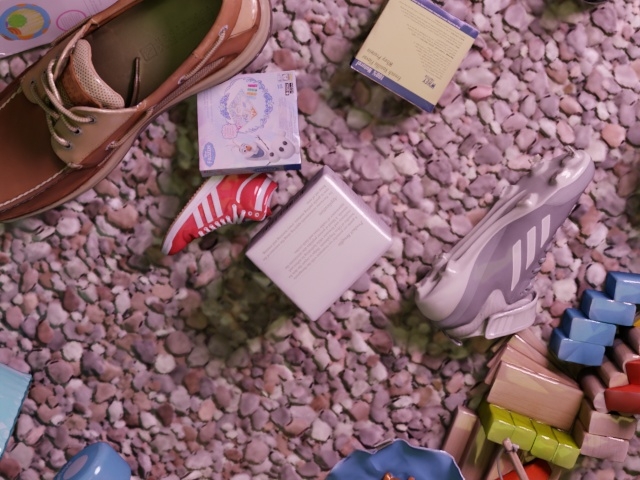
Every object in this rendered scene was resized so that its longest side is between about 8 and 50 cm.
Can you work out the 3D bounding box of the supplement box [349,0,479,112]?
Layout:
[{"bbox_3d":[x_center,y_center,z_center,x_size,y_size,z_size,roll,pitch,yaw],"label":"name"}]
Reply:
[{"bbox_3d":[0.081,-0.169,1.162,0.083,0.056,0.083,30,99,-5],"label":"supplement box"}]

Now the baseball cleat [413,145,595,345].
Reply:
[{"bbox_3d":[0.182,0.010,1.196,0.206,0.072,0.109,-41,111,12],"label":"baseball cleat"}]

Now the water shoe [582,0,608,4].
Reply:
[{"bbox_3d":[0.291,-0.286,1.127,0.073,0.080,0.203,34,99,-6],"label":"water shoe"}]

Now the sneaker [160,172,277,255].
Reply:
[{"bbox_3d":[-0.089,-0.020,1.197,0.067,0.042,0.118,38,96,-2],"label":"sneaker"}]

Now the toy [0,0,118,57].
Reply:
[{"bbox_3d":[-0.281,-0.224,1.139,0.237,0.137,0.056,-21,56,-2],"label":"toy"}]

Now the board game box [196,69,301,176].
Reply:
[{"bbox_3d":[-0.064,-0.104,1.175,0.090,0.020,0.090,-4,73,0],"label":"board game box"}]

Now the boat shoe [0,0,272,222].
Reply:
[{"bbox_3d":[-0.192,-0.135,1.127,0.324,0.120,0.122,-37,85,8],"label":"boat shoe"}]

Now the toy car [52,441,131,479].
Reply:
[{"bbox_3d":[-0.219,0.351,1.196,0.238,0.210,0.219,-35,110,19],"label":"toy car"}]

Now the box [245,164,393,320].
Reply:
[{"bbox_3d":[0.000,0.000,1.170,0.087,0.102,0.101,44,97,-5],"label":"box"}]

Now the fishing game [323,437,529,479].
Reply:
[{"bbox_3d":[0.082,0.268,1.202,0.264,0.041,0.189,-19,102,28],"label":"fishing game"}]

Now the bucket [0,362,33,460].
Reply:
[{"bbox_3d":[-0.375,0.198,1.130,0.183,0.281,0.281,22,99,-8],"label":"bucket"}]

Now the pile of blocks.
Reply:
[{"bbox_3d":[0.244,0.127,1.184,0.149,0.112,0.362,44,97,-7],"label":"pile of blocks"}]
